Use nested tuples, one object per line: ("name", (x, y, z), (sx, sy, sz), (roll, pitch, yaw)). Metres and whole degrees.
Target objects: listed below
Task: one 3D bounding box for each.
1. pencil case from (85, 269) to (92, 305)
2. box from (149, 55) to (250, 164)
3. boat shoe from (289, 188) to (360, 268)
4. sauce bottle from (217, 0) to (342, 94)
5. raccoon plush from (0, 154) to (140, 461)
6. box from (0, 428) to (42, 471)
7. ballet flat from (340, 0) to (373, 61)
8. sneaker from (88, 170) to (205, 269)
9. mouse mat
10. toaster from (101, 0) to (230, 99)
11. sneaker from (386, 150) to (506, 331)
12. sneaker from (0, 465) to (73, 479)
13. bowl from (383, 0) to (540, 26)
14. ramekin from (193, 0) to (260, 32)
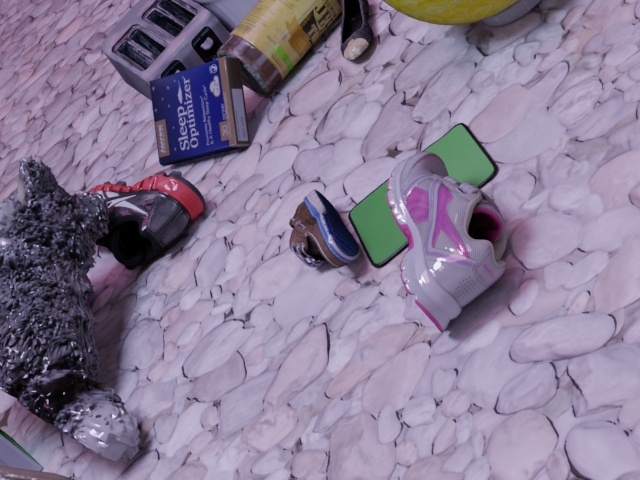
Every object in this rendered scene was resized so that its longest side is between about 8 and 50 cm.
("pencil case", (-0.445, 0.085, 2.123), (0.236, 0.104, 0.104), (-13, 41, 44))
("box", (-0.201, -0.195, 2.163), (0.225, 0.036, 0.136), (-10, 87, 47))
("boat shoe", (0.000, 0.000, 1.719), (0.066, 0.066, 0.183), (-45, 19, 9))
("sauce bottle", (-0.014, -0.385, 2.178), (0.344, 0.111, 0.111), (-50, 30, -9))
("raccoon plush", (-0.318, 0.085, 1.865), (0.446, 0.216, 0.299), (26, 81, 30))
("box", (-0.544, 0.294, 1.808), (0.231, 0.262, 0.127), (-50, 30, -13))
("ballet flat", (0.046, -0.321, 2.083), (0.057, 0.049, 0.173), (-32, 31, 22))
("sneaker", (-0.296, -0.021, 2.071), (0.276, 0.097, 0.135), (-8, 43, 45))
("mouse mat", (0.121, -0.058, 1.693), (0.190, 0.007, 0.152), (-38, 30, 8))
("toaster", (-0.256, -0.324, 2.344), (0.186, 0.110, 0.168), (36, 79, 34))
("sneaker", (0.148, -0.015, 1.521), (0.111, 0.103, 0.252), (-29, 39, 18))
("sneaker", (-0.397, 0.322, 1.725), (0.188, 0.066, 0.071), (0, 51, 13))
("bowl", (0.218, -0.375, 1.828), (0.289, 0.156, 0.289), (-32, 31, 21))
("ramekin", (-0.090, -0.466, 2.355), (0.277, 0.135, 0.277), (-31, 31, 21))
